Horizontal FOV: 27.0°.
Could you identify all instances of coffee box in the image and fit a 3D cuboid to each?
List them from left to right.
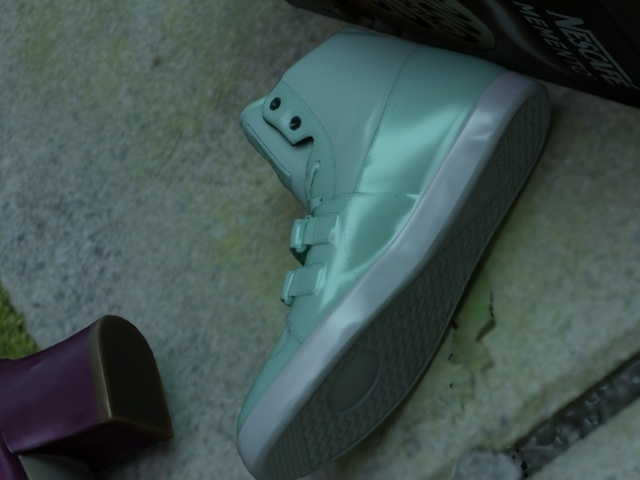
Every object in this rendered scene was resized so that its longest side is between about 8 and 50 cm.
[{"bbox_3d":[0.071,-0.179,0.713,0.297,0.168,0.118,24,85,37],"label":"coffee box"}]

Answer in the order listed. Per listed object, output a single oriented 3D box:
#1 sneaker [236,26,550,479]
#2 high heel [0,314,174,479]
[{"bbox_3d":[0.000,0.000,0.731,0.151,0.094,0.256,27,77,31],"label":"sneaker"},{"bbox_3d":[-0.152,0.233,0.729,0.181,0.127,0.377,-28,50,22],"label":"high heel"}]
